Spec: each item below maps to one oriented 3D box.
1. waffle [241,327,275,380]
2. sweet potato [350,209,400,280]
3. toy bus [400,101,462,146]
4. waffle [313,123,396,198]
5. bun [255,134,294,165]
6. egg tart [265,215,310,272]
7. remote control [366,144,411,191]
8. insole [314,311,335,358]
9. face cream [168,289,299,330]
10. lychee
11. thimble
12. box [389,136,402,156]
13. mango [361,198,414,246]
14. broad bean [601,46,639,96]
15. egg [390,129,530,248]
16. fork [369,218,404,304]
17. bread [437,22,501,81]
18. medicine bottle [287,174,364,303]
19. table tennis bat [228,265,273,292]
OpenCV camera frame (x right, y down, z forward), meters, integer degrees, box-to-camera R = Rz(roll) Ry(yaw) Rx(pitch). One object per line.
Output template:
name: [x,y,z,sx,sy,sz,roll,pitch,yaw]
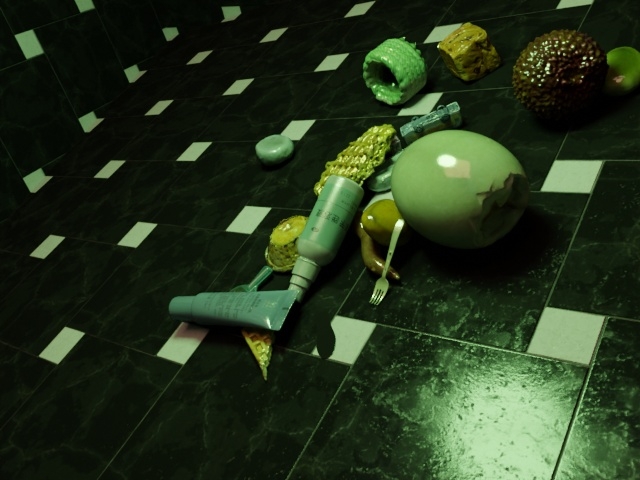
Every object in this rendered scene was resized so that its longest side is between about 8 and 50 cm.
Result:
waffle: [-0.121,0.254,1.566,0.125,0.032,0.191,-33,38,-8]
sweet potato: [0.135,0.023,1.642,0.067,0.059,0.281,6,37,-18]
toy bus: [0.345,-0.358,1.942,0.190,0.075,0.064,-21,35,13]
waffle: [0.105,-0.235,1.912,0.312,0.060,0.307,-37,23,24]
bun: [-0.161,-0.318,2.237,0.141,0.083,0.141,-11,38,9]
egg tart: [-0.074,-0.004,1.797,0.212,0.090,0.212,-22,34,16]
remote control: [0.247,-0.226,1.873,0.247,0.052,0.104,-30,37,-5]
insole: [0.009,0.229,1.525,0.053,0.002,0.153,-25,36,7]
face cream: [-0.239,0.181,1.652,0.385,0.086,0.135,-3,40,31]
lychee: [0.651,-0.459,1.733,0.271,0.271,0.271,-19,37,15]
thimble: [0.260,-0.581,2.165,0.150,0.219,0.219,-41,37,-21]
box: [0.224,-0.318,1.997,0.036,0.051,0.117,-21,35,-1]
mango: [0.167,-0.044,1.609,0.098,0.195,0.137,-45,64,29]
broad bean: [0.842,-0.469,1.744,0.124,0.082,0.174,-5,52,30]
egg: [0.319,-0.131,1.513,0.278,0.278,0.336,-39,43,-13]
fork: [0.166,0.051,1.536,0.034,0.028,0.219,16,89,36]
bread: [0.499,-0.630,2.111,0.149,0.143,0.158,-33,35,7]
medicine bottle: [0.000,0.000,1.671,0.110,0.110,0.352,14,73,43]
table tennis bat: [-0.207,0.150,1.747,0.201,0.033,0.124,-47,41,-16]
